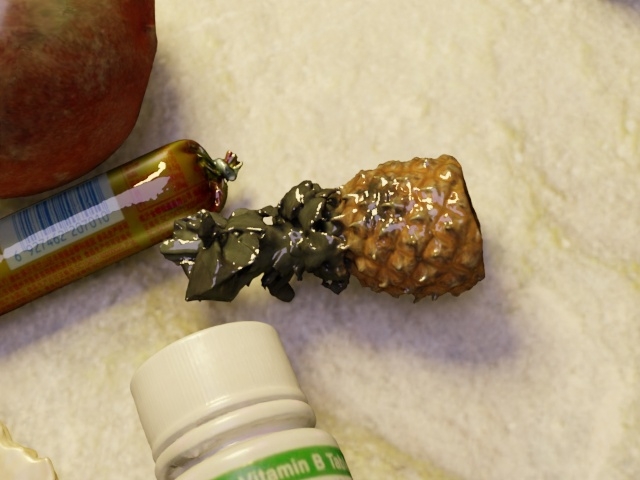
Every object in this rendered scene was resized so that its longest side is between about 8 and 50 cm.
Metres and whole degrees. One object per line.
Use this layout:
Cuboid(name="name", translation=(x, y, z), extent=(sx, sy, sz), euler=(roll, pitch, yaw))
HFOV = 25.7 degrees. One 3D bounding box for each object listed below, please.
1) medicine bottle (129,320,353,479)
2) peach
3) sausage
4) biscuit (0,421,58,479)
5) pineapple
Cuboid(name="medicine bottle", translation=(-0.040, 0.184, 0.966), extent=(0.139, 0.139, 0.237), euler=(-22, 67, 0))
Cuboid(name="peach", translation=(-0.242, -0.156, 1.079), extent=(0.252, 0.252, 0.252), euler=(-3, 69, 8))
Cuboid(name="sausage", translation=(-0.231, 0.012, 1.094), extent=(0.371, 0.082, 0.082), euler=(-25, 67, -2))
Cuboid(name="biscuit", translation=(-0.228, 0.273, 1.011), extent=(0.309, 0.040, 0.204), euler=(41, 80, 21))
Cuboid(name="pineapple", translation=(0.000, 0.000, 1.040), extent=(0.237, 0.119, 0.111), euler=(-9, 55, 7))
